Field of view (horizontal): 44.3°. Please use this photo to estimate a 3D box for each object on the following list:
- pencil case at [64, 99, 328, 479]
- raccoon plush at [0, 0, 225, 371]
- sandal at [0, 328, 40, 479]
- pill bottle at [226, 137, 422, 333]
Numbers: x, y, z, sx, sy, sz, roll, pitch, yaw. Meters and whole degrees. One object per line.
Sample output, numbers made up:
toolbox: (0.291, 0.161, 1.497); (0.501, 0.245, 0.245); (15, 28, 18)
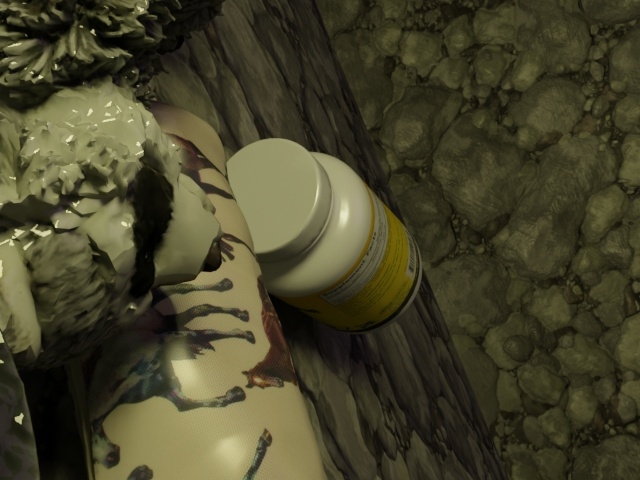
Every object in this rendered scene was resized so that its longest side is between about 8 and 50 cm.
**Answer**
pencil case: (-0.108, 0.101, 0.557); (0.183, 0.160, 0.410); (2, 62, -45)
raccoon plush: (-0.249, -0.109, 0.432); (0.216, 0.446, 0.299); (109, 3, -73)
sandal: (-0.176, 0.204, 0.256); (0.167, 0.107, 0.445); (-4, 82, -35)
pill bottle: (0.000, 0.000, 1.026); (0.334, 0.188, 0.188); (39, 31, -59)
